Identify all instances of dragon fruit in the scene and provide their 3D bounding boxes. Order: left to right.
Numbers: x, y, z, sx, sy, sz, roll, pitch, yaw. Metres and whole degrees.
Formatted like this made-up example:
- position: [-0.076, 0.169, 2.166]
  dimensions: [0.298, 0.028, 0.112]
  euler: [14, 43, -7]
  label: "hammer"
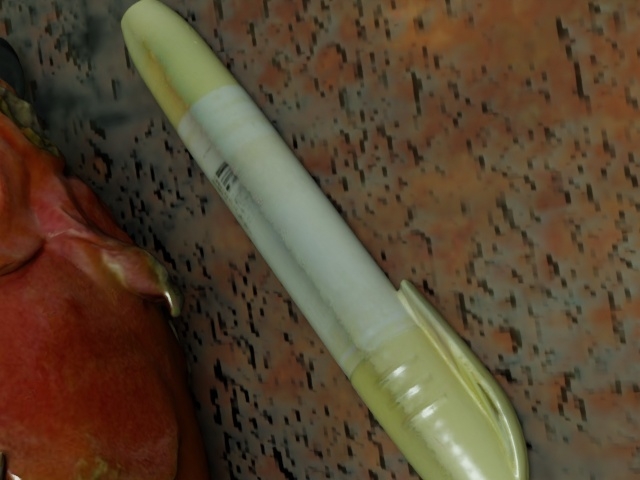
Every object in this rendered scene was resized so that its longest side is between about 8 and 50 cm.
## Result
- position: [-0.145, 0.111, 0.534]
  dimensions: [0.250, 0.250, 0.315]
  euler: [30, 132, 32]
  label: "dragon fruit"

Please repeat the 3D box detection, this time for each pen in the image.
- position: [0.000, 0.000, 0.522]
  dimensions: [0.040, 0.032, 0.233]
  euler: [-39, 70, 11]
  label: "pen"

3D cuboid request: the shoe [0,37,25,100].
- position: [-0.163, -0.018, 0.634]
  dimensions: [0.053, 0.062, 0.159]
  euler: [42, 121, 41]
  label: "shoe"
